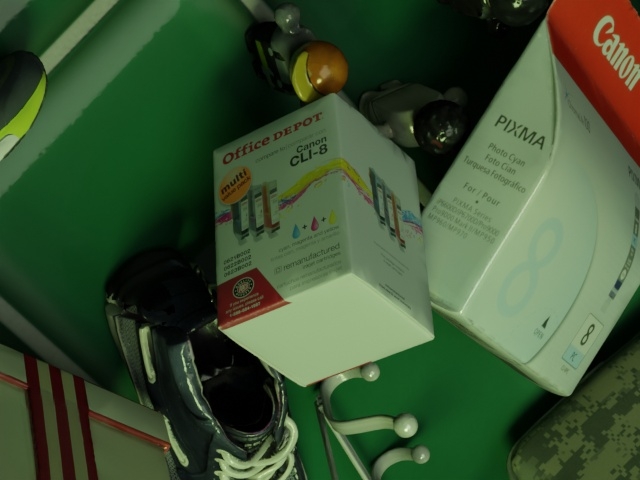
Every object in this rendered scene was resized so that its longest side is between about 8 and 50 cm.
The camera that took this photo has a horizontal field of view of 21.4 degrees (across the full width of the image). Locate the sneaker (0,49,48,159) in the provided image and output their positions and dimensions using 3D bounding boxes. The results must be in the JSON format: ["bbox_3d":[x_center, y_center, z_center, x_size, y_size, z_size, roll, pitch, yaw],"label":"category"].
[{"bbox_3d":[-0.344,-0.076,1.275,0.300,0.111,0.121,-31,112,-18],"label":"sneaker"}]

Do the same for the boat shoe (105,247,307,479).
[{"bbox_3d":[-0.073,0.177,1.451,0.127,0.158,0.340,-32,116,-15],"label":"boat shoe"}]

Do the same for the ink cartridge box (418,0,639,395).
[{"bbox_3d":[0.246,-0.069,1.508,0.385,0.091,0.308,-56,149,-1],"label":"ink cartridge box"}]

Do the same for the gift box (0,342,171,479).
[{"bbox_3d":[-0.279,0.238,1.316,0.255,0.258,0.276,33,110,-30],"label":"gift box"}]

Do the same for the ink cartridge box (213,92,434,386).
[{"bbox_3d":[0.000,0.000,1.356,0.128,0.176,0.127,-24,141,26],"label":"ink cartridge box"}]

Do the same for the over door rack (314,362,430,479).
[{"bbox_3d":[0.082,0.280,1.474,0.108,0.324,0.239,-23,117,16],"label":"over door rack"}]

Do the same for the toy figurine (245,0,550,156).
[{"bbox_3d":[0.064,-0.183,1.424,0.213,0.148,0.209,26,92,-30],"label":"toy figurine"}]

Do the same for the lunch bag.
[{"bbox_3d":[0.373,0.240,1.676,0.305,0.212,0.256,-42,135,-10],"label":"lunch bag"}]
